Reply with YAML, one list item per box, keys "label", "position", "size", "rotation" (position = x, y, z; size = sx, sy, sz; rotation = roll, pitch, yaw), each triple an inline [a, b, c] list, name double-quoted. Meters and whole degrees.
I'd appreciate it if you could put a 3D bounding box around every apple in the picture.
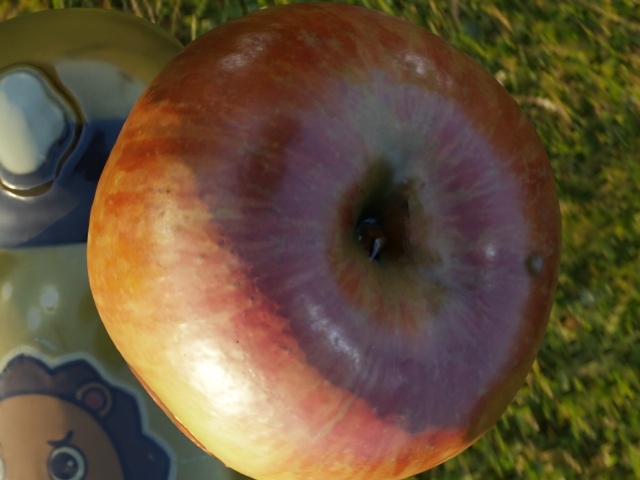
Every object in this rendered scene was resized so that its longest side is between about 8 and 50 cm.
- label: "apple"
  position: [0.000, 0.000, 0.597]
  size: [0.146, 0.131, 0.146]
  rotation: [1, 87, -25]

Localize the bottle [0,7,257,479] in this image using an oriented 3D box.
- label: "bottle"
  position: [-0.110, 0.064, 0.946]
  size: [0.171, 0.171, 0.351]
  rotation: [-7, 94, -3]
